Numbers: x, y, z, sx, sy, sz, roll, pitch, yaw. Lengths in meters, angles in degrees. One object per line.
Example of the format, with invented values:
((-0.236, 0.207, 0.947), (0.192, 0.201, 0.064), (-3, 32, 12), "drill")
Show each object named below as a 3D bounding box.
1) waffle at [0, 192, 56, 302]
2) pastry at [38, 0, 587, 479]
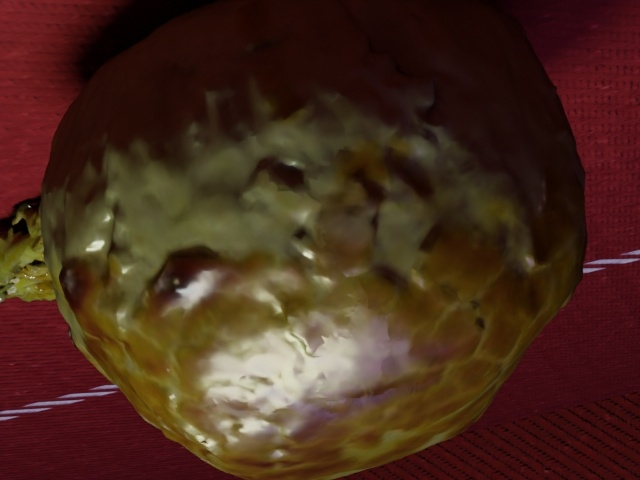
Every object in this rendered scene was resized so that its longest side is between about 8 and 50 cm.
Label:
((-0.149, -0.008, 1.678), (0.281, 0.060, 0.262), (-12, 160, -2), "waffle")
((0.000, 0.000, 1.354), (0.389, 0.312, 0.388), (-12, 168, -3), "pastry")
